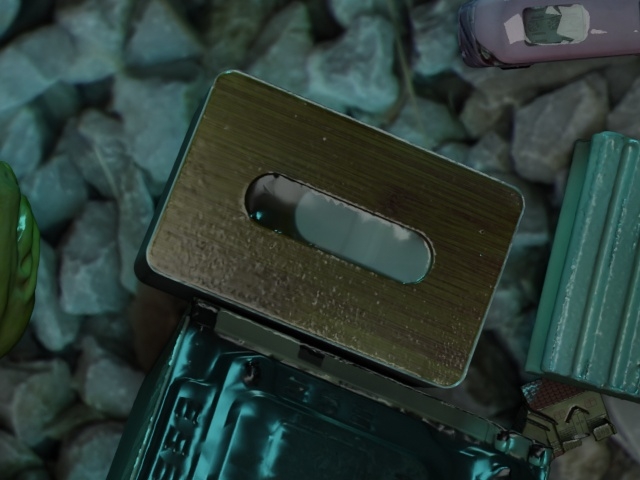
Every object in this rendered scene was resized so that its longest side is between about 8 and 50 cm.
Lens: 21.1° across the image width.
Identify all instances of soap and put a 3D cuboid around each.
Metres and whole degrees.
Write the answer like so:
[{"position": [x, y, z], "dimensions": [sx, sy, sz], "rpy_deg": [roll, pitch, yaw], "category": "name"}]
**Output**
[{"position": [0.237, 0.022, 1.340], "dimensions": [0.114, 0.063, 0.198], "rpy_deg": [17, 81, -10], "category": "soap"}]

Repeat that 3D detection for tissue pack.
[{"position": [0.000, -0.001, 1.280], "dimensions": [0.246, 0.136, 0.159], "rpy_deg": [22, 80, -9], "category": "tissue pack"}]

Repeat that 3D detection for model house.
[{"position": [0.186, 0.138, 1.366], "dimensions": [0.083, 0.057, 0.058], "rpy_deg": [-20, 101, -3], "category": "model house"}]

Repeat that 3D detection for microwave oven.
[{"position": [-0.005, 0.208, 1.245], "dimensions": [0.295, 0.181, 0.237], "rpy_deg": [24, 54, -9], "category": "microwave oven"}]

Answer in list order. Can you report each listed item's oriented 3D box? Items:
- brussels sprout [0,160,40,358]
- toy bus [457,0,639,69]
[{"position": [-0.310, 0.016, 1.249], "dimensions": [0.223, 0.161, 0.223], "rpy_deg": [-2, 79, 10], "category": "brussels sprout"}, {"position": [0.211, -0.167, 1.327], "dimensions": [0.203, 0.090, 0.063], "rpy_deg": [-6, 95, -8], "category": "toy bus"}]
